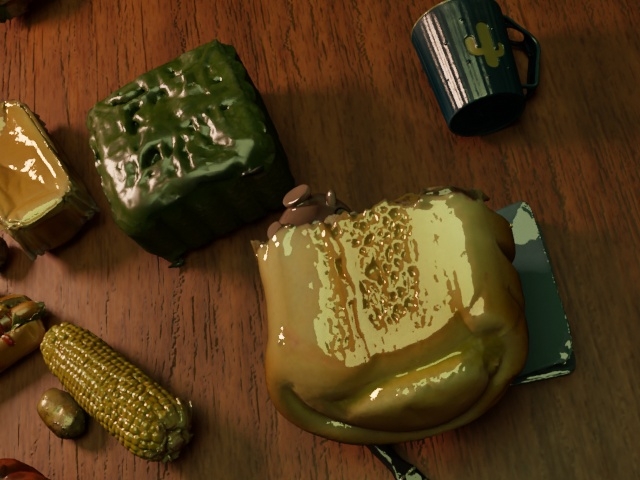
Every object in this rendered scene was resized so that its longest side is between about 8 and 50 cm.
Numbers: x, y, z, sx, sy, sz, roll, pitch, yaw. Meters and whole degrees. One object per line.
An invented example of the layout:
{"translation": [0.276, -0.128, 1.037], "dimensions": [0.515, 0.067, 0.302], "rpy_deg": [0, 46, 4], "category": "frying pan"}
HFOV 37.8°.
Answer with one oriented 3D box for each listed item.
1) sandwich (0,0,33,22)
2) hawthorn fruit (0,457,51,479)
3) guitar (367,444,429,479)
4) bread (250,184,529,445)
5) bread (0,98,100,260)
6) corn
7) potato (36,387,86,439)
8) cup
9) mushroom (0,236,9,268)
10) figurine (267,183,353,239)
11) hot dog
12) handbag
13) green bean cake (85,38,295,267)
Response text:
{"translation": [-0.507, -0.465, 1.613], "dimensions": [0.160, 0.109, 0.184], "rpy_deg": [-4, 61, -8], "category": "sandwich"}
{"translation": [-0.422, 0.409, 1.092], "dimensions": [0.276, 0.276, 0.307], "rpy_deg": [7, 82, 19], "category": "hawthorn fruit"}
{"translation": [0.041, 0.223, 1.157], "dimensions": [0.084, 0.038, 0.271], "rpy_deg": [-44, 62, -5], "category": "guitar"}
{"translation": [0.090, 0.095, 1.086], "dimensions": [0.316, 0.211, 0.270], "rpy_deg": [-17, 72, 16], "category": "bread"}
{"translation": [-0.444, -0.094, 1.409], "dimensions": [0.136, 0.107, 0.241], "rpy_deg": [-37, 61, -6], "category": "bread"}
{"translation": [-0.273, 0.197, 1.232], "dimensions": [0.260, 0.091, 0.091], "rpy_deg": [33, 112, 31], "category": "corn"}
{"translation": [-0.349, 0.235, 1.264], "dimensions": [0.051, 0.040, 0.083], "rpy_deg": [-39, 62, -18], "category": "potato"}
{"translation": [0.226, -0.236, 1.284], "dimensions": [0.176, 0.131, 0.155], "rpy_deg": [-6, 66, -15], "category": "cup"}
{"translation": [-0.556, 0.010, 1.423], "dimensions": [0.187, 0.061, 0.060], "rpy_deg": [6, 72, 23], "category": "mushroom"}
{"translation": [0.000, 0.000, 1.229], "dimensions": [0.125, 0.138, 0.125], "rpy_deg": [-36, 32, 27], "category": "figurine"}
{"translation": [-0.499, 0.156, 1.326], "dimensions": [0.250, 0.076, 0.104], "rpy_deg": [-33, 60, 2], "category": "hot dog"}
{"translation": [0.226, 0.073, 1.170], "dimensions": [0.144, 0.057, 0.221], "rpy_deg": [-18, 63, 15], "category": "handbag"}
{"translation": [-0.187, -0.127, 1.324], "dimensions": [0.250, 0.156, 0.247], "rpy_deg": [-24, 60, 4], "category": "green bean cake"}
